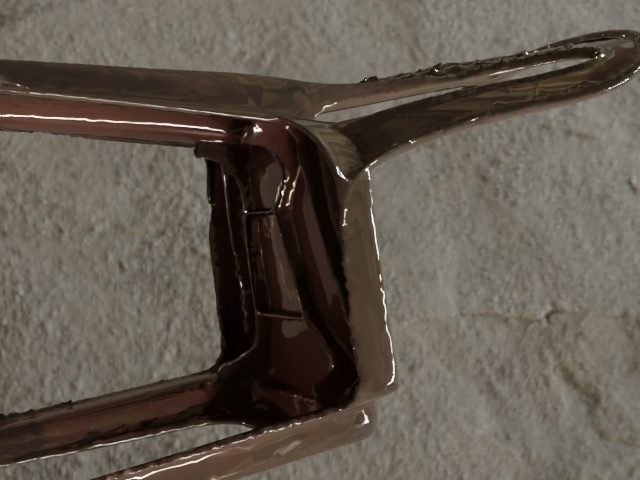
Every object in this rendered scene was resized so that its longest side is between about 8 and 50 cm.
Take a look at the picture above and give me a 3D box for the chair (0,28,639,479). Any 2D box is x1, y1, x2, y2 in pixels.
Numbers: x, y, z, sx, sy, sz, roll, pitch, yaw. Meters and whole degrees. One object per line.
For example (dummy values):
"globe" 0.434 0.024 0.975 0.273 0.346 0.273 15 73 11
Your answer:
"chair" 0.000 0.000 0.513 0.326 0.175 0.183 -7 92 -24
